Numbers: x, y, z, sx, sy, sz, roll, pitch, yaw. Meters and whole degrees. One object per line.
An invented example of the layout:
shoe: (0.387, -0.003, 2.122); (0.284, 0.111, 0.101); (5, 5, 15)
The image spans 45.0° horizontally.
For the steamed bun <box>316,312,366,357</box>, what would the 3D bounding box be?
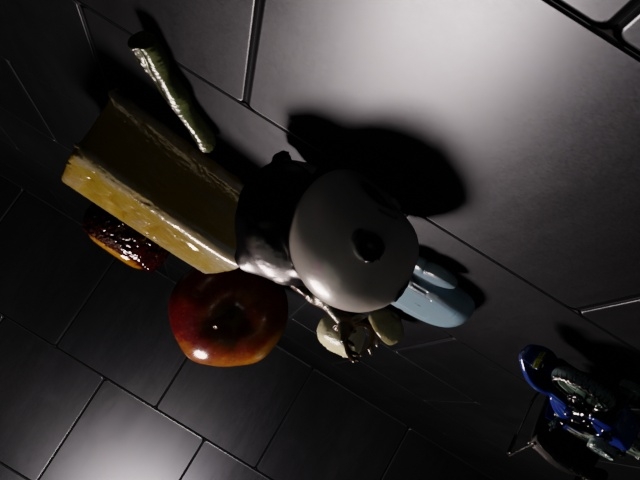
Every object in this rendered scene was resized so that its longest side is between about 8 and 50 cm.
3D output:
steamed bun: (0.050, 0.218, 1.847); (0.112, 0.091, 0.130); (18, 159, 29)

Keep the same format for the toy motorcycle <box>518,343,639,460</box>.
toy motorcycle: (0.398, 0.251, 1.176); (0.168, 0.113, 0.315); (22, 163, 46)

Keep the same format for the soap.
soap: (-0.273, -0.089, 1.350); (0.335, 0.156, 0.293); (35, 162, -18)

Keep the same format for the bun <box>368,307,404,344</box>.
bun: (0.137, 0.168, 1.557); (0.086, 0.054, 0.086); (50, -173, -9)

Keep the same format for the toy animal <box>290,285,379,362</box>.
toy animal: (0.002, 0.113, 1.592); (0.260, 0.087, 0.243); (45, -175, -37)

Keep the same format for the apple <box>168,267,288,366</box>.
apple: (-0.222, 0.170, 1.895); (0.288, 0.288, 0.317); (32, 176, -2)

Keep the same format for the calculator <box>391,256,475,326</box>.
calculator: (0.153, 0.078, 1.239); (0.188, 0.042, 0.303); (31, 169, 6)

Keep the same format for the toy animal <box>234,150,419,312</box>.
toy animal: (0.016, -0.004, 0.990); (0.235, 0.165, 0.187); (16, 161, 42)

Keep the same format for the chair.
chair: (0.426, 0.334, 1.326); (0.140, 0.145, 0.221); (27, 166, 13)

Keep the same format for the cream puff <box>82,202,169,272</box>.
cream puff: (-0.476, -0.031, 1.951); (0.239, 0.165, 0.239); (31, 171, 6)

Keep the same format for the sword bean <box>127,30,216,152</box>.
sword bean: (-0.193, -0.195, 1.045); (0.043, 0.038, 0.269); (53, 176, 24)
